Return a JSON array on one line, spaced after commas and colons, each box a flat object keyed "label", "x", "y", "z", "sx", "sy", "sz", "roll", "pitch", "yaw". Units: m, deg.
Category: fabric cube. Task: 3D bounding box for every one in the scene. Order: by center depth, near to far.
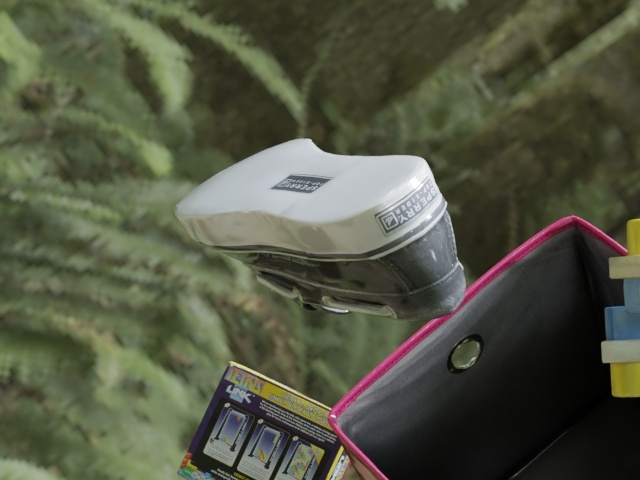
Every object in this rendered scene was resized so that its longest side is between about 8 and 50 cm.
[{"label": "fabric cube", "x": 0.202, "y": 0.190, "z": 1.319, "sx": 0.259, "sy": 0.254, "sz": 0.258, "roll": 43, "pitch": -13, "yaw": 38}]

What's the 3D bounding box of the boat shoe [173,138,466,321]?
[{"label": "boat shoe", "x": 0.000, "y": 0.000, "z": 1.156, "sx": 0.301, "sy": 0.108, "sz": 0.102, "roll": 7, "pitch": -52, "yaw": 60}]

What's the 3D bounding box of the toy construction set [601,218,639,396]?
[{"label": "toy construction set", "x": 0.317, "y": 0.045, "z": 1.015, "sx": 0.328, "sy": 0.151, "sz": 0.215, "roll": 12, "pitch": -3, "yaw": 2}]

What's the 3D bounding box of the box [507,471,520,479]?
[{"label": "box", "x": 0.130, "y": 0.266, "z": 1.520, "sx": 0.094, "sy": 0.113, "sz": 0.275, "roll": 69, "pitch": 16, "yaw": -71}]

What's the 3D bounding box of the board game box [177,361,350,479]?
[{"label": "board game box", "x": -0.054, "y": 0.231, "z": 1.934, "sx": 0.170, "sy": 0.141, "sz": 0.048, "roll": 24, "pitch": -5, "yaw": 26}]
